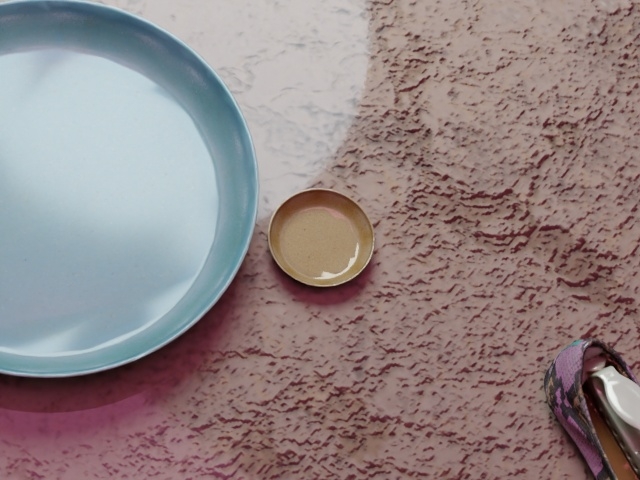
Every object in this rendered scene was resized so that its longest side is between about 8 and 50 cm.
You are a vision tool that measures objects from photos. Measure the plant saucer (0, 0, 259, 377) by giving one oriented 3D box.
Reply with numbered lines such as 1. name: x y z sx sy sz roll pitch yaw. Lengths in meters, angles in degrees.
1. plant saucer: -0.206 -0.039 1.412 0.317 0.044 0.317 2 66 -5

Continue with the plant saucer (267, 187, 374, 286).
1. plant saucer: 0.000 0.000 1.435 0.083 0.015 0.083 3 66 -6

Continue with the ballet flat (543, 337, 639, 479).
1. ballet flat: 0.242 0.167 1.357 0.077 0.079 0.221 -27 73 -18
